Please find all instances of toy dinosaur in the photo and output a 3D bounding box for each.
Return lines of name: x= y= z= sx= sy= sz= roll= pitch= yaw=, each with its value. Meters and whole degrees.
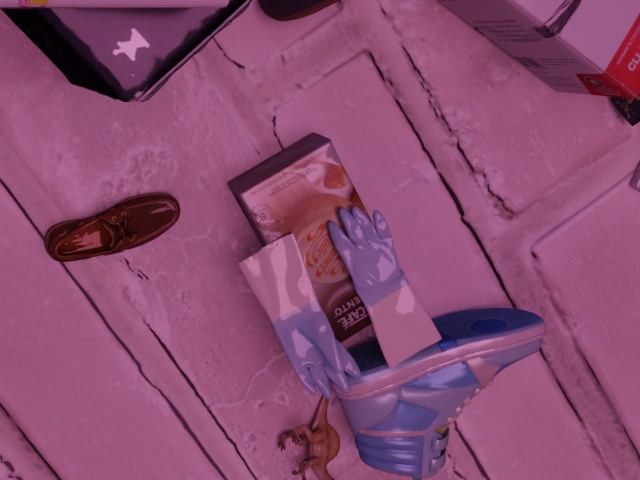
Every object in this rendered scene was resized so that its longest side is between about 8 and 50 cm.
toy dinosaur: x=-0.008 y=0.280 z=1.482 sx=0.093 sy=0.053 sz=0.183 roll=0 pitch=89 yaw=-36

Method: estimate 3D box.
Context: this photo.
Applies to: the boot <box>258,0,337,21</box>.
boot: x=0.064 y=-0.364 z=1.340 sx=0.305 sy=0.115 sz=0.112 roll=-32 pitch=68 yaw=7

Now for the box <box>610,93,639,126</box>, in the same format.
box: x=0.535 y=-0.269 z=1.460 sx=0.233 sy=0.183 sz=0.059 roll=-34 pitch=81 yaw=-12

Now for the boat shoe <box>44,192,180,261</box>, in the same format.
boat shoe: x=-0.260 y=-0.011 z=1.327 sx=0.178 sy=0.060 sz=0.064 roll=-19 pitch=106 yaw=-13

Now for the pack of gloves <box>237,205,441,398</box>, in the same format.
pack of gloves: x=0.033 y=0.083 z=1.339 sx=0.195 sy=0.046 sz=0.232 roll=-29 pitch=107 yaw=-6

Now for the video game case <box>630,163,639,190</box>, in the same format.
video game case: x=0.590 y=-0.125 z=1.596 sx=0.201 sy=0.023 sz=0.183 roll=24 pitch=93 yaw=-20

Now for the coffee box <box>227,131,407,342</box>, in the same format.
coffee box: x=0.000 y=0.000 z=1.391 sx=0.141 sy=0.098 sz=0.246 roll=-32 pitch=108 yaw=-7

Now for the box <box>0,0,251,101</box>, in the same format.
box: x=-0.281 y=-0.408 z=1.021 sx=0.297 sy=0.472 sz=0.480 roll=-44 pitch=111 yaw=-5

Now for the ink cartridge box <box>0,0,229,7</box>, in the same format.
ink cartridge box: x=-0.210 y=-0.271 z=0.756 sx=0.278 sy=0.117 sz=0.201 roll=-4 pitch=103 yaw=-17

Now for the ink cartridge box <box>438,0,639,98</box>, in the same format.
ink cartridge box: x=0.292 y=-0.308 z=1.370 sx=0.273 sy=0.197 sz=0.114 roll=31 pitch=90 yaw=-21

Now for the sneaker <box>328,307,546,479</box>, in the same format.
sneaker: x=0.180 y=0.224 z=1.486 sx=0.319 sy=0.127 sz=0.208 roll=-15 pitch=106 yaw=-7
